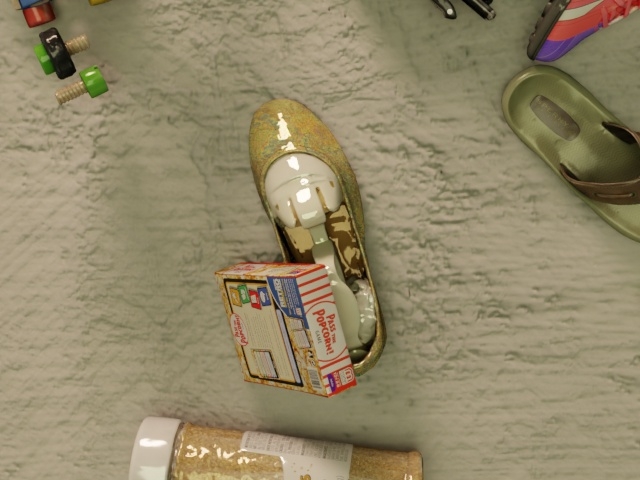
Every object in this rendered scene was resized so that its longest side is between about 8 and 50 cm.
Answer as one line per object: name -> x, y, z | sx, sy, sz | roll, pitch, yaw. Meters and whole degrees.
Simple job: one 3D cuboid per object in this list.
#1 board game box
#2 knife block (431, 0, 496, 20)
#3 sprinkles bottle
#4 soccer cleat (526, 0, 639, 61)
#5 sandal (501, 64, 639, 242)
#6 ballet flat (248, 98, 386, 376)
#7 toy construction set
board game box -> -0.046, 0.101, 1.360 | 0.045, 0.193, 0.147 | -20, 101, -32
knife block -> 0.131, -0.382, 1.303 | 0.242, 0.088, 0.276 | -6, 99, 5
sprinkles bottle -> -0.054, 0.298, 1.425 | 0.355, 0.121, 0.121 | 7, 101, 3
soccer cleat -> 0.359, -0.312, 1.288 | 0.116, 0.108, 0.318 | 39, 97, 1
sandal -> 0.338, -0.088, 1.340 | 0.302, 0.086, 0.120 | 34, 101, -2
ballet flat -> 0.000, 0.000, 1.370 | 0.123, 0.123, 0.349 | -16, 98, 7
toy construction set -> -0.265, -0.369, 1.302 | 0.237, 0.257, 0.309 | -26, 74, -9
